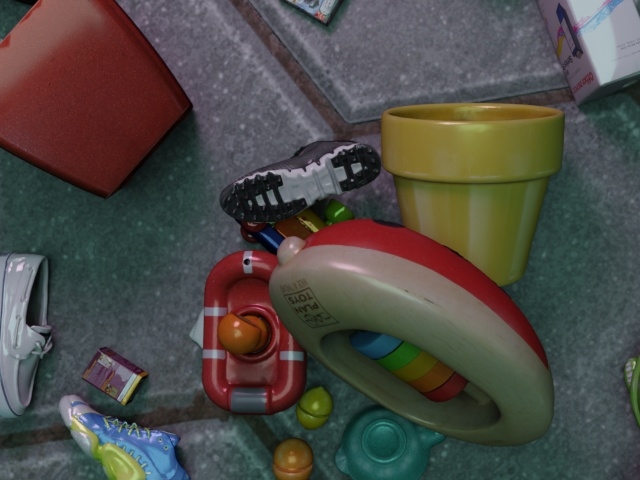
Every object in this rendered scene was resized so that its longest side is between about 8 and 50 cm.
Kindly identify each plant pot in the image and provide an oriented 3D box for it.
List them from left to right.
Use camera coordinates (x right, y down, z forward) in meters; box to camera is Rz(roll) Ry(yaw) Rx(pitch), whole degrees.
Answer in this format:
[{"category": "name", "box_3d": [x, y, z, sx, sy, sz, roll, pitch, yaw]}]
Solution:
[{"category": "plant pot", "box_3d": [-0.334, -0.209, 1.300, 0.236, 0.267, 0.267, 41, 92, -9]}, {"category": "plant pot", "box_3d": [0.213, -0.067, 1.261, 0.254, 0.254, 0.238, 0, 103, 4]}]

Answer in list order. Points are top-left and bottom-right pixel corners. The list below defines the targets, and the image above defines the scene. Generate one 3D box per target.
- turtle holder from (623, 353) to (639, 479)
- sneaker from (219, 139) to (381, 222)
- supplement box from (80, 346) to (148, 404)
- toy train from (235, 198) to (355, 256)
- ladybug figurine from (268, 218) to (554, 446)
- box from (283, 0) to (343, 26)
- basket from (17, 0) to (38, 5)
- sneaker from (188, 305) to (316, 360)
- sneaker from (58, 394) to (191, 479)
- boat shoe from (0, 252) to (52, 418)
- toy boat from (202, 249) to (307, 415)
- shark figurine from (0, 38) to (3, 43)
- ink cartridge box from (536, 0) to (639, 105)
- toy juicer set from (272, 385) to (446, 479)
[{"category": "turtle holder", "box_3d": [0.543, 0.224, 1.225, 0.320, 0.227, 0.243, -26, 87, 3]}, {"category": "sneaker", "box_3d": [-0.032, -0.090, 1.281, 0.235, 0.106, 0.078, -19, 111, 0]}, {"category": "supplement box", "box_3d": [-0.321, 0.211, 1.385, 0.083, 0.043, 0.055, 33, 91, 4]}, {"category": "toy train", "box_3d": [0.000, 0.000, 1.344, 0.248, 0.105, 0.143, 42, 79, 4]}, {"category": "ladybug figurine", "box_3d": [0.130, 0.113, 1.168, 0.449, 0.305, 0.161, 39, 58, -24]}, {"category": "box", "box_3d": [0.006, -0.417, 1.383, 0.094, 0.027, 0.137, 32, 91, 6]}, {"category": "basket", "box_3d": [-0.450, -0.489, 1.345, 0.205, 0.154, 0.226, 21, 88, -25]}, {"category": "sneaker", "box_3d": [-0.077, 0.169, 1.340, 0.256, 0.094, 0.151, 33, 85, 14]}, {"category": "sneaker", "box_3d": [-0.293, 0.313, 1.371, 0.126, 0.091, 0.240, -37, 86, -16]}, {"category": "boat shoe", "box_3d": [-0.459, 0.146, 1.372, 0.084, 0.095, 0.257, -2, 89, 9]}, {"category": "toy boat", "box_3d": [-0.099, 0.126, 1.225, 0.151, 0.151, 0.230, -1, 81, 10]}, {"category": "shark figurine", "box_3d": [-0.573, -0.410, 1.380, 0.166, 0.116, 0.278, 15, 91, 8]}, {"category": "ink cartridge box", "box_3d": [0.393, -0.318, 1.286, 0.093, 0.154, 0.212, -22, 87, 4]}, {"category": "toy juicer set", "box_3d": [0.072, 0.286, 1.342, 0.329, 0.089, 0.209, -43, 67, -13]}]
